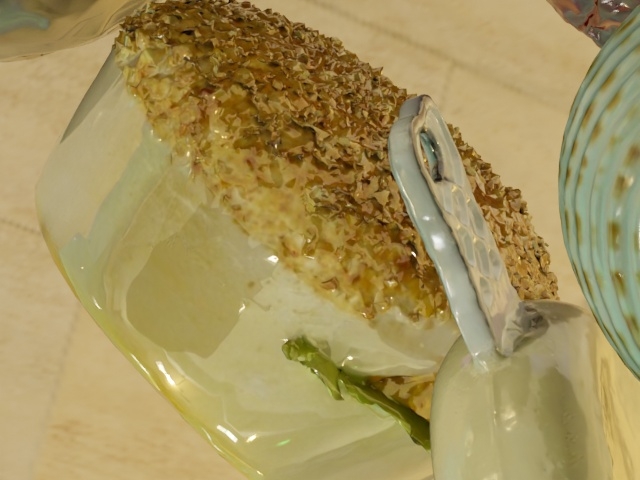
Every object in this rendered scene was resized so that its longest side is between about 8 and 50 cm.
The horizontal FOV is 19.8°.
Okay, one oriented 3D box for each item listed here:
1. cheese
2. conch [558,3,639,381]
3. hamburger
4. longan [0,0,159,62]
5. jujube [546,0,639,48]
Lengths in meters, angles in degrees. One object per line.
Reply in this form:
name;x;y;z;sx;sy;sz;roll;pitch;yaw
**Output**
cheese;0.078;0.076;0.698;0.249;0.070;0.163;57;27;-39
conch;0.148;0.001;0.604;0.172;0.131;0.200;48;56;-10
hamburger;0.000;0.000;0.923;0.179;0.276;0.294;-43;88;12
longan;-0.247;-0.312;1.287;0.391;0.391;0.391;3;83;-25
jujube;0.265;-0.283;1.205;0.216;0.342;0.216;16;43;-15
